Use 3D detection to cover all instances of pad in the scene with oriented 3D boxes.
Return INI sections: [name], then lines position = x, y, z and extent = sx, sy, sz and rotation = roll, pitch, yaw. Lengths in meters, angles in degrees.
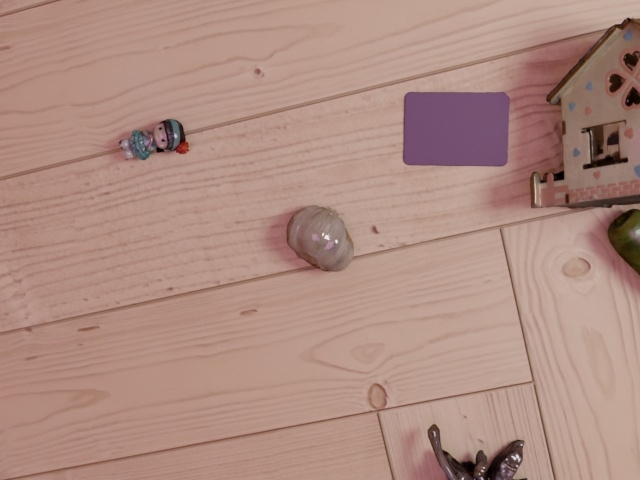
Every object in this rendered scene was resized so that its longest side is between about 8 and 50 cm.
[pad]
position = 0.204, -0.168, 1.442
extent = 0.157, 0.003, 0.112
rotation = 2, 99, 8

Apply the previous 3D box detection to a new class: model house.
[model house]
position = 0.444, -0.171, 1.288
extent = 0.326, 0.169, 0.244
rotation = -7, 85, 53

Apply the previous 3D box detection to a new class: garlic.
[garlic]
position = 0.002, -0.003, 1.459
extent = 0.113, 0.074, 0.094
rotation = 31, 96, -5

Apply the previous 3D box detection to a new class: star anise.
[star anise]
position = 0.244, 0.392, 1.478
extent = 0.231, 0.089, 0.209
rotation = 26, 94, -8

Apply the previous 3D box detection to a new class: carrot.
[carrot]
position = 0.563, 0.091, 1.400
extent = 0.358, 0.074, 0.074
rotation = 43, 102, -3

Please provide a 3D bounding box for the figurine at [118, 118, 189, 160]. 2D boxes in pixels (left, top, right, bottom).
[figurine]
position = -0.257, -0.151, 1.487
extent = 0.106, 0.047, 0.060
rotation = -15, 80, 14
